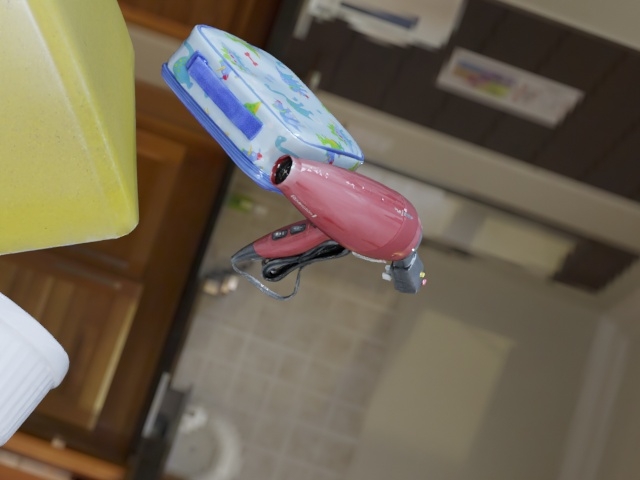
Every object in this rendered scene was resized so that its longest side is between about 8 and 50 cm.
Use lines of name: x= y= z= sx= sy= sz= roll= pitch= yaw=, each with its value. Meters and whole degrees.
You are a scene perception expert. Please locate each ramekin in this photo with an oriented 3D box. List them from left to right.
ramekin: x=-0.422 y=0.124 z=1.914 sx=0.127 sy=0.273 sz=0.273 roll=-61 pitch=179 yaw=-22

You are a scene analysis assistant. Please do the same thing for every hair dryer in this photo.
hair dryer: x=0.000 y=0.000 z=1.903 sx=0.293 sy=0.223 sz=0.080 roll=77 pitch=9 yaw=-58

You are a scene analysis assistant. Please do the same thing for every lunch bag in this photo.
lunch bag: x=-0.068 y=-0.140 z=1.949 sx=0.090 sy=0.219 sz=0.176 roll=-49 pitch=154 yaw=15

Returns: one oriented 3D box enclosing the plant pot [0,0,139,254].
plant pot: x=-0.223 y=-0.123 z=0.974 sx=0.212 sy=0.212 sz=0.187 roll=-100 pitch=-178 yaw=-55
